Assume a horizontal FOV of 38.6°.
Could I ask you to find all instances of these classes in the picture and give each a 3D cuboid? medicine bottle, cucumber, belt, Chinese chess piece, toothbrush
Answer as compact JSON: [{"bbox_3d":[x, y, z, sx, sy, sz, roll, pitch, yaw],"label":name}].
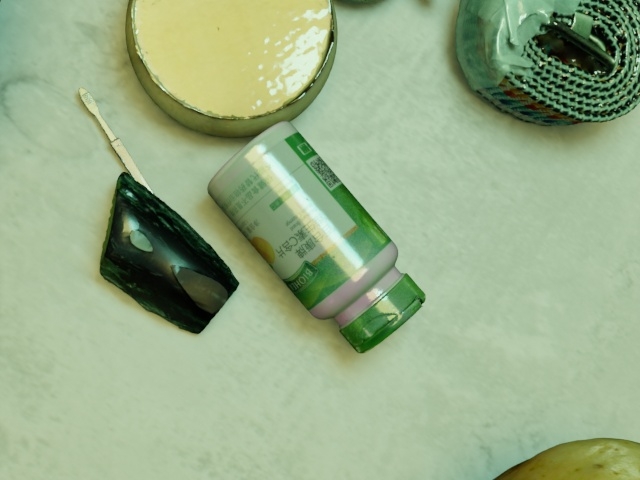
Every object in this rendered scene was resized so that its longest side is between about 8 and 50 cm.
[{"bbox_3d":[0.000,0.000,1.085,0.133,0.133,0.274,-42,90,-16],"label":"medicine bottle"},{"bbox_3d":[-0.189,0.021,1.068,0.193,0.086,0.115,41,79,-12],"label":"cucumber"},{"bbox_3d":[0.299,-0.259,1.174,0.258,0.150,0.207,29,83,-16],"label":"belt"},{"bbox_3d":[-0.107,-0.253,1.112,0.257,0.104,0.257,1,85,-8],"label":"Chinese chess piece"},{"bbox_3d":[-0.240,-0.104,1.114,0.014,0.017,0.194,-33,87,-12],"label":"toothbrush"}]

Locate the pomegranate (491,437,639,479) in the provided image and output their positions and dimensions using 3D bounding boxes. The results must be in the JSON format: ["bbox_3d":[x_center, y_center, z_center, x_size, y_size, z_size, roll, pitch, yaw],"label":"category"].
[{"bbox_3d":[0.337,0.384,0.967,0.410,0.410,0.409,2,79,-11],"label":"pomegranate"}]
